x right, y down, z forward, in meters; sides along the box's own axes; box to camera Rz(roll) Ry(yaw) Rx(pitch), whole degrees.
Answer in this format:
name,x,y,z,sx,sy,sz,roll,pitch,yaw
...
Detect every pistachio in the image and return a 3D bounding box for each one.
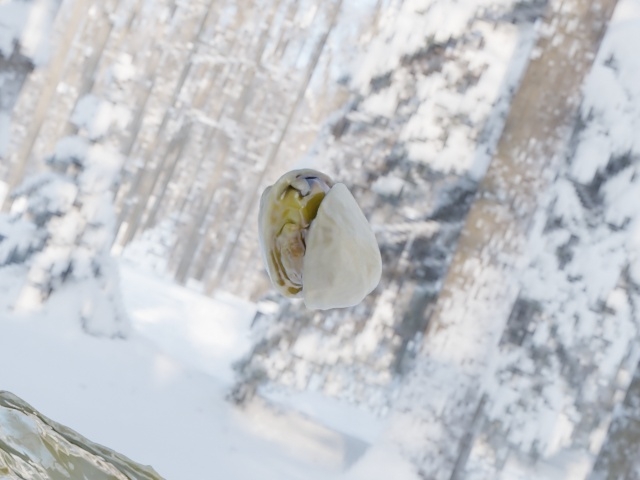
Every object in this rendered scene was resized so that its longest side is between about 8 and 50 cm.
name,x,y,z,sx,sy,sz,roll,pitch,yaw
pistachio,0.000,0.000,1.568,0.157,0.157,0.229,21,-23,24

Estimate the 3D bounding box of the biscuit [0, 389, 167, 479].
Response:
name,x,y,z,sx,sy,sz,roll,pitch,yaw
biscuit,-0.197,0.264,1.019,0.429,0.104,0.446,40,0,-42
